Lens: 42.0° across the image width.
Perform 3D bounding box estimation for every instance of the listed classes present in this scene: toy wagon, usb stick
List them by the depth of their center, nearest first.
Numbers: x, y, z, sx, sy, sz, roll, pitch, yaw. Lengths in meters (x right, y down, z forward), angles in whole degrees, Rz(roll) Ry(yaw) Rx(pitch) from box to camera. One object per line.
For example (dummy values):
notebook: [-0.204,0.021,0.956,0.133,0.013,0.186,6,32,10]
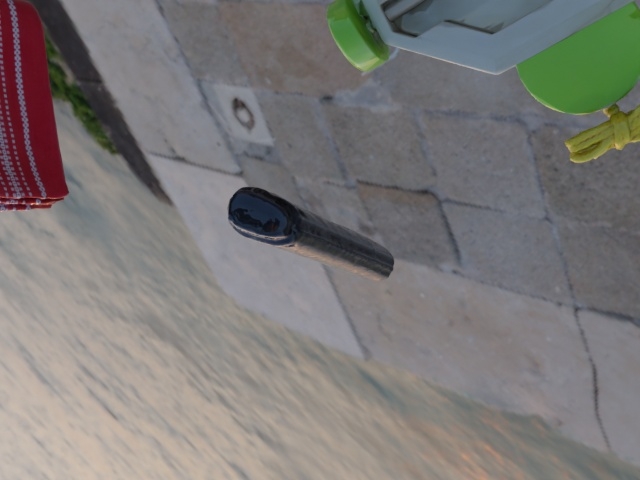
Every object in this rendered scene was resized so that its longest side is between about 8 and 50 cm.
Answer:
toy wagon: [0.116,-0.213,0.535,0.267,0.068,0.344,-27,94,27]
usb stick: [0.000,0.000,0.807,0.077,0.045,0.278,26,-179,24]

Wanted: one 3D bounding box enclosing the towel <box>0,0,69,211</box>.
towel: [-0.313,-0.121,0.664,0.031,0.275,0.199,-8,90,24]
